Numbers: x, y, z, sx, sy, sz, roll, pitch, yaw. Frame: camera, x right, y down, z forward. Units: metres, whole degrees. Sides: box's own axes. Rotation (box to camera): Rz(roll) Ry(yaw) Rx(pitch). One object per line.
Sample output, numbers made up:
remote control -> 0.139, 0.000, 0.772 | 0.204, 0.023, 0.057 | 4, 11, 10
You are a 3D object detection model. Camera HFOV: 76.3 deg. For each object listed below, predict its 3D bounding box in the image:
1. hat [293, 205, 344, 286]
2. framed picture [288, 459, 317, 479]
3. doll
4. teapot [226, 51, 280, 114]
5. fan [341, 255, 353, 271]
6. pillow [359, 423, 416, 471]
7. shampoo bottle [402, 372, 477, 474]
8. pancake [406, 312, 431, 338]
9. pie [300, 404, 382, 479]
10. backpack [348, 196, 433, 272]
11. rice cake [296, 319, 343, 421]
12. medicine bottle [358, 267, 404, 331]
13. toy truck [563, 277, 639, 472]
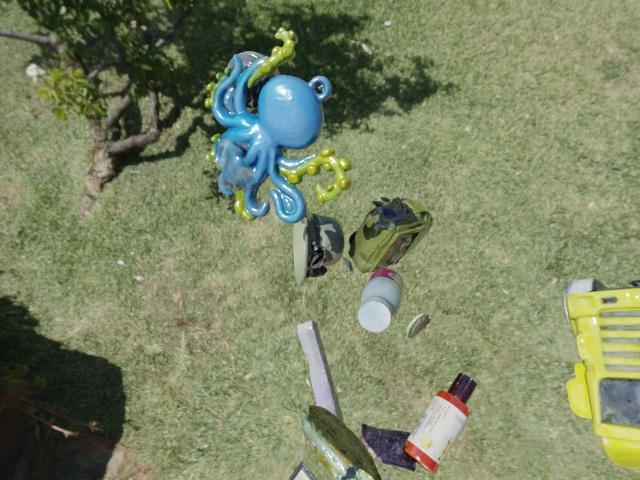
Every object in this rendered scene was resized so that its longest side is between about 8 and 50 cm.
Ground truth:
hat -> 0.000, 0.000, 1.147 | 0.129, 0.257, 0.258 | -1, 65, -10
framed picture -> -0.042, 0.741, 1.092 | 0.199, 0.010, 0.195 | 38, 97, 34
doll -> -0.098, -0.206, 0.849 | 0.341, 0.098, 0.346 | -35, 91, 28
teapot -> -0.138, -0.338, 0.902 | 0.111, 0.149, 0.108 | 18, 32, 17
fan -> 0.093, 0.075, 1.516 | 0.016, 0.193, 0.038 | -13, 103, -6
pillow -> 0.197, 0.615, 1.213 | 0.184, 0.043, 0.118 | 7, 40, 14
shampoo bottle -> 0.349, 0.502, 1.150 | 0.104, 0.104, 0.278 | 36, 71, 13
pancake -> 0.355, 0.311, 1.481 | 0.116, 0.130, 0.022 | -42, 53, -6
pie -> 0.058, 0.503, 0.952 | 0.302, 0.302, 0.067 | 42, 84, 16
backpack -> 0.195, -0.023, 1.116 | 0.253, 0.207, 0.140 | -15, 56, -43
rice cake -> 0.001, 0.464, 1.390 | 0.070, 0.064, 0.400 | -13, 94, 20
medicine bottle -> 0.136, 0.130, 0.909 | 0.090, 0.216, 0.091 | 3, 102, 15
toy truck -> 0.293, 0.119, 0.315 | 0.272, 0.124, 0.157 | 22, 64, -41
